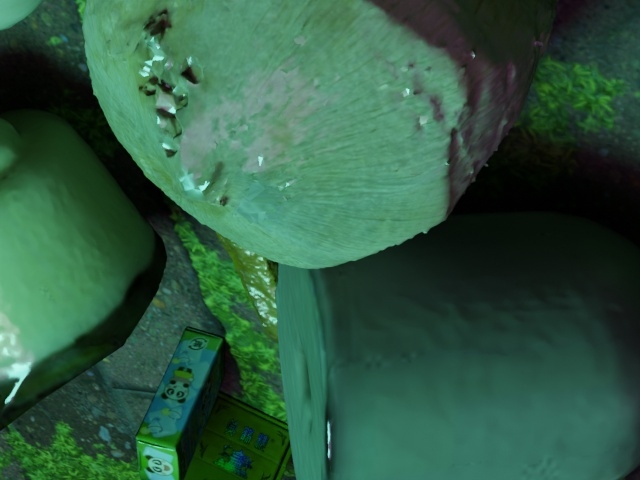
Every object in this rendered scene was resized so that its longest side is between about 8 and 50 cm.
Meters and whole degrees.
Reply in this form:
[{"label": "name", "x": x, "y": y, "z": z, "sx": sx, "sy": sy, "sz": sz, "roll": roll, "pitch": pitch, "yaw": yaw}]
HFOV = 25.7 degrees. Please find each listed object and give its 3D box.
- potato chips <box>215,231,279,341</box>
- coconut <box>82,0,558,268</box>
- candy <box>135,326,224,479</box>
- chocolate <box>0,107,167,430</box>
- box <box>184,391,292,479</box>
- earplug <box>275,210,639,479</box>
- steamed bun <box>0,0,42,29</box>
[{"label": "potato chips", "x": -0.109, "y": -0.041, "z": 1.623, "sx": 0.057, "sy": 0.080, "sz": 0.407, "roll": -13, "pitch": 127, "yaw": 17}, {"label": "coconut", "x": -0.018, "y": -0.161, "z": 1.215, "sx": 0.404, "sy": 0.405, "sz": 0.405, "roll": 15, "pitch": 140, "yaw": 13}, {"label": "candy", "x": -0.184, "y": 0.220, "z": 1.856, "sx": 0.062, "sy": 0.194, "sz": 0.097, "roll": 14, "pitch": 139, "yaw": 8}, {"label": "chocolate", "x": -0.386, "y": 0.001, "z": 1.632, "sx": 0.326, "sy": 0.314, "sz": 0.297, "roll": -37, "pitch": 118, "yaw": 7}, {"label": "box", "x": -0.130, "y": 0.328, "z": 1.926, "sx": 0.141, "sy": 0.220, "sz": 0.064, "roll": 25, "pitch": 140, "yaw": -1}, {"label": "earplug", "x": 0.168, "y": 0.122, "z": 1.431, "sx": 0.394, "sy": 0.313, "sz": 0.313, "roll": -4, "pitch": 140, "yaw": -8}, {"label": "steamed bun", "x": -0.386, "y": -0.302, "z": 1.424, "sx": 0.231, "sy": 0.145, "sz": 0.232, "roll": 14, "pitch": 139, "yaw": 13}]
